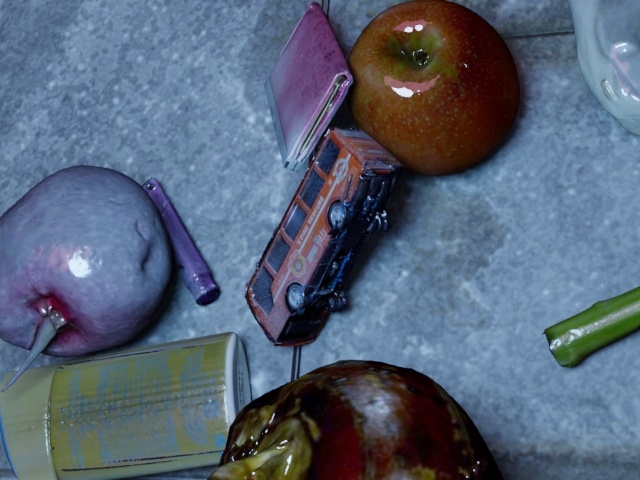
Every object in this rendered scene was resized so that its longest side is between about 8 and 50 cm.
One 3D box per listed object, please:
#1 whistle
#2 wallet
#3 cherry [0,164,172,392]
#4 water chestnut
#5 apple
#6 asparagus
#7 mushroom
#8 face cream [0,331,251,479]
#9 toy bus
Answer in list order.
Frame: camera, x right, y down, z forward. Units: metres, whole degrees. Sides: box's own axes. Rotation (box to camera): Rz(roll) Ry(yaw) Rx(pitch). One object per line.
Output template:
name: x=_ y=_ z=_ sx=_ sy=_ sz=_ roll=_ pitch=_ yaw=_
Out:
whistle: x=-0.165 y=-0.001 z=1.292 sx=0.033 sy=0.033 sz=0.176 roll=-34 pitch=63 yaw=4
wallet: x=-0.017 y=-0.172 z=1.214 sx=0.119 sy=0.025 sz=0.232 roll=-59 pitch=21 yaw=22
cherry: x=-0.264 y=0.026 z=1.230 sx=0.213 sy=0.183 sz=0.266 roll=-9 pitch=54 yaw=16
water chestnut: x=-0.006 y=0.257 z=0.975 sx=0.335 sy=0.347 sz=0.335 roll=-41 pitch=38 yaw=44
apple: x=0.118 y=-0.161 z=1.182 sx=0.181 sy=0.168 sz=0.180 roll=-6 pitch=64 yaw=13
asparagus: x=0.304 y=0.067 z=1.101 sx=0.178 sy=0.041 sz=0.045 roll=-27 pitch=19 yaw=7
mushroom: x=0.304 y=-0.248 z=1.193 sx=0.109 sy=0.097 sz=0.351 roll=-20 pitch=61 yaw=8
face cream: x=-0.217 y=0.187 z=1.220 sx=0.285 sy=0.067 sz=0.139 roll=-11 pitch=67 yaw=14
toy bus: x=0.000 y=0.000 z=1.161 sx=0.096 sy=0.074 sz=0.234 roll=51 pitch=124 yaw=36
